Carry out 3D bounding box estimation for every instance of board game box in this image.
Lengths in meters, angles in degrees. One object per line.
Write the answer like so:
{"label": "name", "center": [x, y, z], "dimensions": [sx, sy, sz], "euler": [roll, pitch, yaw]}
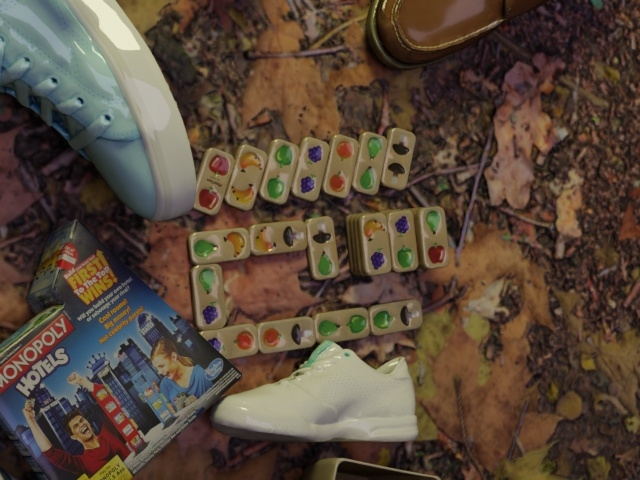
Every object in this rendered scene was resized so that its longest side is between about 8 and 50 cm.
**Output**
{"label": "board game box", "center": [-0.191, 0.093, 0.987], "dimensions": [0.194, 0.060, 0.194], "euler": [-40, 102, -37]}

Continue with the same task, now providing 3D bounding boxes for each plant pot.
{"label": "plant pot", "center": [0.029, 0.252, 1.092], "dimensions": [0.109, 0.096, 0.109], "euler": [16, 82, -25]}

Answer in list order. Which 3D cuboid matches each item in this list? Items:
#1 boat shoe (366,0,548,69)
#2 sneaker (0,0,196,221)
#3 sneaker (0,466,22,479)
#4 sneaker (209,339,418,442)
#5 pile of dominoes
{"label": "boat shoe", "center": [0.178, -0.269, 1.167], "dimensions": [0.307, 0.104, 0.111], "euler": [-37, 105, -22]}
{"label": "sneaker", "center": [-0.240, -0.154, 0.952], "dimensions": [0.150, 0.135, 0.366], "euler": [-33, 92, -22]}
{"label": "sneaker", "center": [-0.264, 0.228, 0.918], "dimensions": [0.350, 0.148, 0.131], "euler": [39, 73, -21]}
{"label": "sneaker", "center": [-0.006, 0.136, 1.096], "dimensions": [0.212, 0.080, 0.094], "euler": [6, 78, -35]}
{"label": "pile of dominoes", "center": [0.000, 0.000, 1.113], "dimensions": [0.251, 0.040, 0.196], "euler": [-7, 93, -27]}
